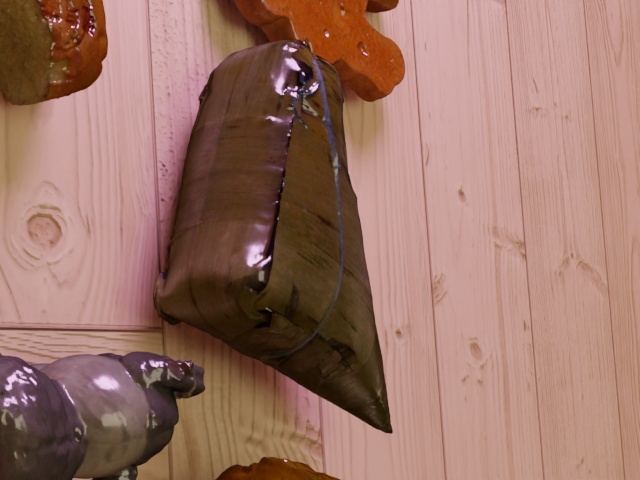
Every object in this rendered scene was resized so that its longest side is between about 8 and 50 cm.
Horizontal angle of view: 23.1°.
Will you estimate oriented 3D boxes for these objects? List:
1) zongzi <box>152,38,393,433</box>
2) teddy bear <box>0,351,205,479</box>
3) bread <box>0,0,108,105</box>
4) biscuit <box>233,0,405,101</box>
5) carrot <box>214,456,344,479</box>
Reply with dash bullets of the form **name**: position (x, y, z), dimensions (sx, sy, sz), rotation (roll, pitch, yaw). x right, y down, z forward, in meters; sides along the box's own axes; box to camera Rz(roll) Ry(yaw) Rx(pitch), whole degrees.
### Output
- **zongzi**: position (0.000, 0.000, 1.605), dimensions (0.360, 0.160, 0.323), rotation (39, 54, -43)
- **teddy bear**: position (-0.223, 0.165, 1.293), dimensions (0.251, 0.144, 0.171), rotation (5, 100, -53)
- **bread**: position (-0.247, -0.202, 1.366), dimensions (0.125, 0.086, 0.156), rotation (-54, 127, -46)
- **biscuit**: position (-0.010, -0.274, 1.745), dimensions (0.334, 0.047, 0.202), rotation (15, 65, -55)
- **carrot**: position (0.013, 0.346, 1.483), dimensions (0.340, 0.241, 0.242), rotation (32, 58, -46)
